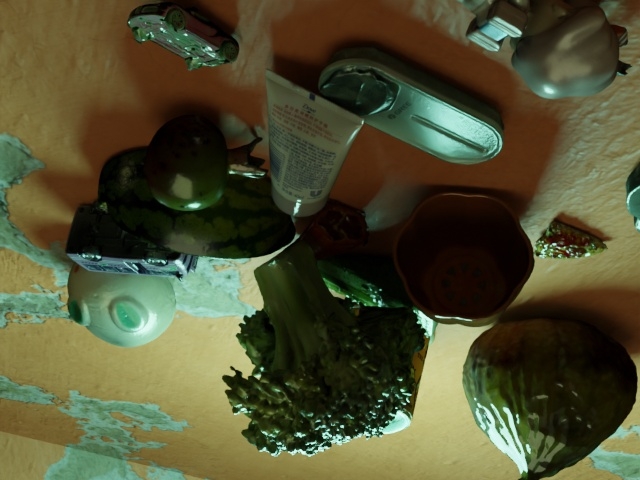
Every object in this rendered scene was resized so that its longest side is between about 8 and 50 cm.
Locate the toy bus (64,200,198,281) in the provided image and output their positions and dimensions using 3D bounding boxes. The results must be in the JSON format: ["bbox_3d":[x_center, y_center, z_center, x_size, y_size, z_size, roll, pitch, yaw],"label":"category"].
[{"bbox_3d":[-0.289,0.005,1.730,0.199,0.096,0.108,4,156,16],"label":"toy bus"}]

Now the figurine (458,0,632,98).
[{"bbox_3d":[0.230,-0.215,1.136,0.229,0.112,0.137,30,153,-15],"label":"figurine"}]

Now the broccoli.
[{"bbox_3d":[0.000,0.172,1.629,0.277,0.317,0.338,-29,154,20],"label":"broccoli"}]

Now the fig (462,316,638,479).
[{"bbox_3d":[0.362,0.318,1.826,0.286,0.368,0.286,13,162,4],"label":"fig"}]

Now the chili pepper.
[{"bbox_3d":[-0.004,0.001,1.667,0.088,0.064,0.169,22,154,-20],"label":"chili pepper"}]

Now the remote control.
[{"bbox_3d":[0.112,-0.161,1.328,0.247,0.052,0.104,23,148,-22],"label":"remote control"}]

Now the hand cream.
[{"bbox_3d":[-0.020,-0.123,1.410,0.133,0.083,0.248,27,154,6],"label":"hand cream"}]

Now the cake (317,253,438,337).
[{"bbox_3d":[0.084,0.079,1.743,0.235,0.099,0.100,7,150,8],"label":"cake"}]

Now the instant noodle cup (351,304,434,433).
[{"bbox_3d":[0.086,0.232,1.947,0.216,0.172,0.215,7,152,4],"label":"instant noodle cup"}]

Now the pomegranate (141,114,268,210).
[{"bbox_3d":[-0.156,-0.107,1.455,0.159,0.129,0.129,-20,144,13],"label":"pomegranate"}]

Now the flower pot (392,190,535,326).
[{"bbox_3d":[0.201,0.040,1.565,0.191,0.190,0.173,5,166,9],"label":"flower pot"}]

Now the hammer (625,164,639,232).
[{"bbox_3d":[0.503,-0.060,1.399,0.227,0.041,0.158,0,152,21],"label":"hammer"}]

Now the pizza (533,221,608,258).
[{"bbox_3d":[0.346,0.012,1.600,0.100,0.029,0.099,24,150,-24],"label":"pizza"}]

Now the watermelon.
[{"bbox_3d":[-0.183,-0.034,1.585,0.304,0.128,0.159,12,153,-3],"label":"watermelon"}]

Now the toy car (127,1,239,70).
[{"bbox_3d":[-0.155,-0.239,1.270,0.069,0.055,0.142,-4,161,41],"label":"toy car"}]

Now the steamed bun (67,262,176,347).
[{"bbox_3d":[-0.347,0.108,1.908,0.177,0.130,0.228,6,154,12],"label":"steamed bun"}]
